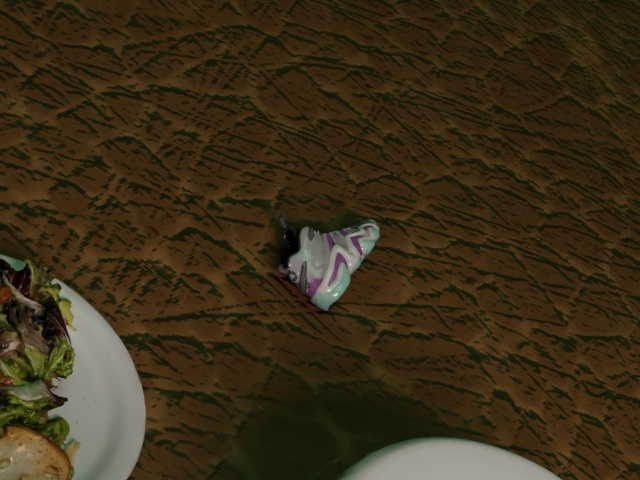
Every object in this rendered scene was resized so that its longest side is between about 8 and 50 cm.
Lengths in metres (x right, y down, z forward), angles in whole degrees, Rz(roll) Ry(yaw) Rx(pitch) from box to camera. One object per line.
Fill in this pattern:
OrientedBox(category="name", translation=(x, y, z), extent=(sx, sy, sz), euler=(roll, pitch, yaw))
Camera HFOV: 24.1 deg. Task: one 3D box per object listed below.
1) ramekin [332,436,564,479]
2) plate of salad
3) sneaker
OrientedBox(category="ramekin", translation=(0.076, 0.243, 0.830), extent=(0.277, 0.135, 0.277), euler=(20, 43, -20))
OrientedBox(category="plate of salad", translation=(-0.190, 0.076, 0.867), extent=(0.200, 0.048, 0.200), euler=(20, 42, -19))
OrientedBox(category="sneaker", translation=(0.000, 0.000, 1.089), extent=(0.069, 0.038, 0.098), euler=(36, 39, -2))
